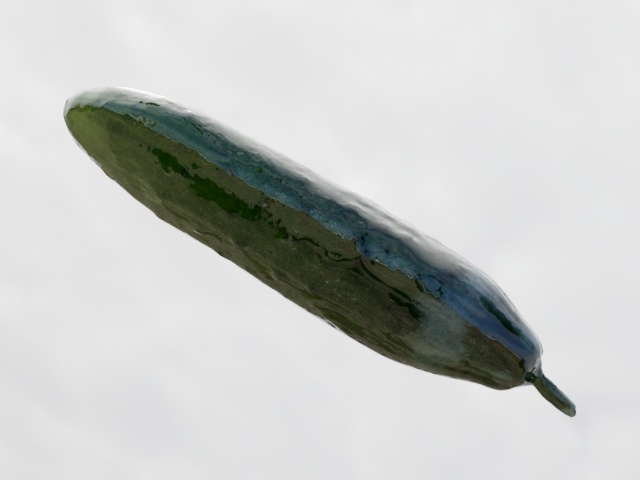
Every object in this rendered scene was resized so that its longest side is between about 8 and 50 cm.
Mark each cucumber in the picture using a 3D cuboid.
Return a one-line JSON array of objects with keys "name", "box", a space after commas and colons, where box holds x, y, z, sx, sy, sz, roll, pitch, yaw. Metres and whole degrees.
[{"name": "cucumber", "box": [0.000, 0.000, 0.693, 0.250, 0.056, 0.056, 29, -28, 6]}]
